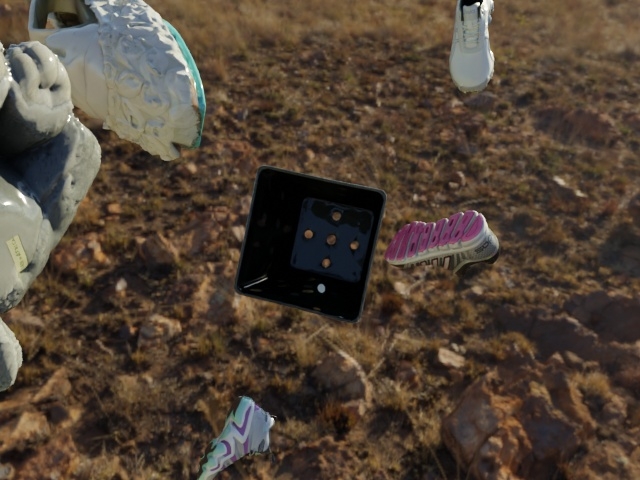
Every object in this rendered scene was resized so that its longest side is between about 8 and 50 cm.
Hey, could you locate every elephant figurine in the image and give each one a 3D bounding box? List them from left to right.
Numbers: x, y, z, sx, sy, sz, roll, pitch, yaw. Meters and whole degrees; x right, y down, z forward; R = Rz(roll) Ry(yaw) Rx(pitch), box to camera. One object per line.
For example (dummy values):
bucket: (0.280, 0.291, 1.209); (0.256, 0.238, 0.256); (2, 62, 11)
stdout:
elephant figurine: (-0.266, -0.053, 0.380); (0.239, 0.169, 0.186); (10, 58, 22)

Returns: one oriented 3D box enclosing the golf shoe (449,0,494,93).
golf shoe: (0.221, -0.309, 0.962); (0.069, 0.176, 0.086); (-3, -18, 20)

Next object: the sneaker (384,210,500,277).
sneaker: (0.153, 0.014, 0.805); (0.170, 0.075, 0.063); (-17, 42, 51)

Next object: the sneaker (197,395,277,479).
sneaker: (-0.079, 0.221, 0.674); (0.069, 0.098, 0.038); (35, -13, -15)

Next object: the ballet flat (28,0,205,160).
ballet flat: (-0.247, -0.209, 0.714); (0.147, 0.147, 0.409); (-9, 40, -25)

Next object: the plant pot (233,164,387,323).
plant pot: (0.000, 0.000, 0.969); (0.187, 0.188, 0.167); (13, 6, 11)
